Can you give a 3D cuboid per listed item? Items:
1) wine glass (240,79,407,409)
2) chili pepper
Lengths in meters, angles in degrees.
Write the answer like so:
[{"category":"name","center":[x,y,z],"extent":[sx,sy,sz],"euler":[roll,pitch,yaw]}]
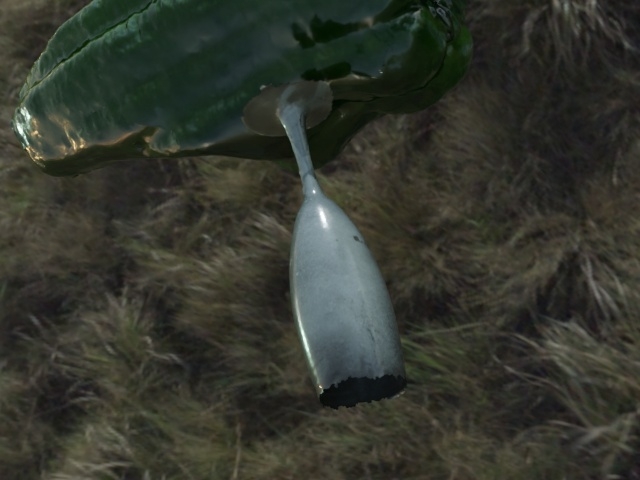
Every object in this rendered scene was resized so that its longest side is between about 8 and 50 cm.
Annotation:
[{"category":"wine glass","center":[0.000,0.000,0.520],"extent":[0.066,0.066,0.198],"euler":[-28,61,27]},{"category":"chili pepper","center":[-0.066,-0.130,0.690],"extent":[0.384,0.213,0.168],"euler":[-16,60,30]}]
